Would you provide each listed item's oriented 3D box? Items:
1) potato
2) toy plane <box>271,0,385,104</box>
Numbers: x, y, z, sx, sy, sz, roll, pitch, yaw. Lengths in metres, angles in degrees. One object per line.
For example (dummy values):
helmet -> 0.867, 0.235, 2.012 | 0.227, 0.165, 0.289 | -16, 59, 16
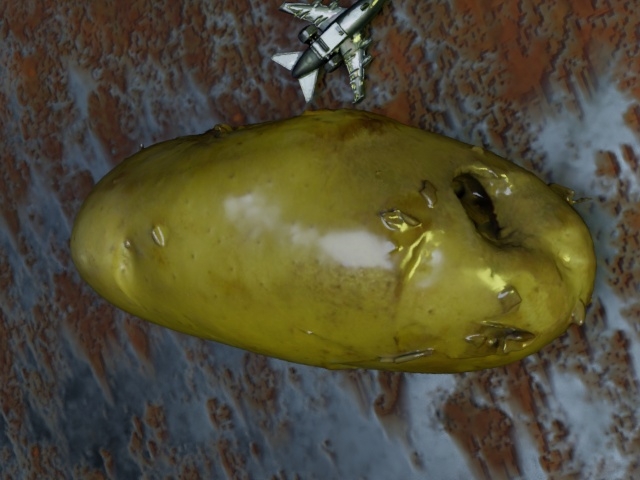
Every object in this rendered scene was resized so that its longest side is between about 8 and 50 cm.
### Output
potato -> 0.000, 0.000, 0.574 | 0.300, 0.173, 0.140 | 6, 81, 26
toy plane -> 0.010, -0.126, 0.640 | 0.083, 0.031, 0.078 | -40, 91, 26
